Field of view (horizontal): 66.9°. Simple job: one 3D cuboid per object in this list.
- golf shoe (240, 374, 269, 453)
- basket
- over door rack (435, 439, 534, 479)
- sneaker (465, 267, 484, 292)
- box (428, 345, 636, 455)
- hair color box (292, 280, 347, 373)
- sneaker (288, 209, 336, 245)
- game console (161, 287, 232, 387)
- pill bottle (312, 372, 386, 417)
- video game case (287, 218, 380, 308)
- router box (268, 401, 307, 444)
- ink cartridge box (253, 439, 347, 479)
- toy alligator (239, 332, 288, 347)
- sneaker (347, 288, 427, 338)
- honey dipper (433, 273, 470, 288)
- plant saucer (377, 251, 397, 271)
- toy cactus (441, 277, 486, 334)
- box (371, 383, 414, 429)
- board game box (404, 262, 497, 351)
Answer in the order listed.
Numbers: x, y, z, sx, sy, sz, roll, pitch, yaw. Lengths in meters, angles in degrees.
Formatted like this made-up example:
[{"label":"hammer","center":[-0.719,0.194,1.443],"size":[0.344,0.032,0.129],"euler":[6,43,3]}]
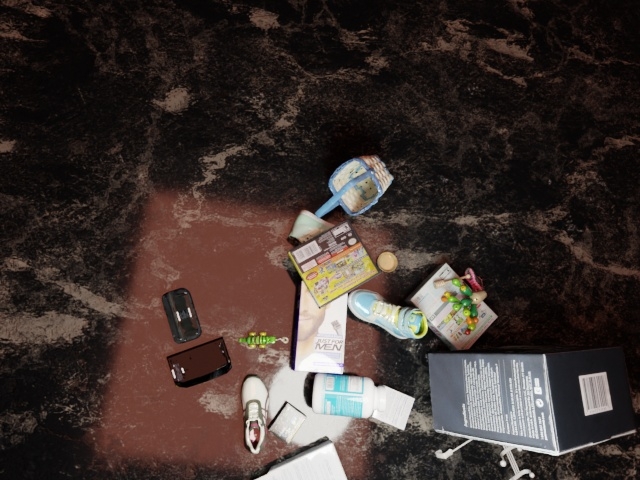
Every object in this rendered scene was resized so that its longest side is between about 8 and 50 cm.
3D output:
[{"label":"golf shoe","center":[-0.233,0.628,1.753],"size":[0.105,0.120,0.272],"euler":[-4,78,-9]},{"label":"basket","center":[0.125,-0.203,1.902],"size":[0.201,0.255,0.289],"euler":[51,47,-1]},{"label":"over door rack","center":[0.646,0.870,1.867],"size":[0.325,0.108,0.239],"euler":[-21,83,-13]},{"label":"sneaker","center":[0.655,0.166,2.045],"size":[0.057,0.047,0.119],"euler":[-21,84,-35]},{"label":"box","center":[0.720,0.522,1.688],"size":[0.480,0.472,0.297],"euler":[5,75,-34]},{"label":"hair color box","center":[-0.002,0.332,1.858],"size":[0.185,0.110,0.338],"euler":[6,76,-8]},{"label":"sneaker","center":[0.000,0.000,1.927],"size":[0.256,0.094,0.151],"euler":[27,70,6]},{"label":"game console","center":[-0.480,0.351,1.803],"size":[0.213,0.044,0.361],"euler":[-18,83,-14]},{"label":"pill bottle","center":[0.105,0.573,1.783],"size":[0.264,0.146,0.146],"euler":[4,78,4]},{"label":"video game case","center":[0.052,0.086,1.847],"size":[0.275,0.035,0.248],"euler":[-29,84,-15]},{"label":"router box","center":[-0.123,0.679,1.802],"size":[0.092,0.038,0.122],"euler":[37,76,-1]},{"label":"ink cartridge box","center":[-0.049,0.947,1.749],"size":[0.330,0.071,0.323],"euler":[-20,84,-10]},{"label":"toy alligator","center":[-0.213,0.378,1.838],"size":[0.190,0.051,0.056],"euler":[2,79,-10]},{"label":"sneaker","center":[0.272,0.273,1.837],"size":[0.319,0.208,0.127],"euler":[28,72,-18]},{"label":"honey dipper","center":[0.527,0.159,1.931],"size":[0.161,0.030,0.030],"euler":[-15,82,-15]},{"label":"plant saucer","center":[0.275,0.090,2.000],"size":[0.084,0.015,0.083],"euler":[2,78,-9]},{"label":"toy cactus","center":[0.577,0.245,1.896],"size":[0.181,0.112,0.218],"euler":[-18,79,-32]},{"label":"box","center":[0.272,0.639,1.863],"size":[0.137,0.072,0.126],"euler":[25,76,-4]},{"label":"board game box","center":[0.528,0.278,1.968],"size":[0.224,0.097,0.303],"euler":[-42,87,-14]}]
